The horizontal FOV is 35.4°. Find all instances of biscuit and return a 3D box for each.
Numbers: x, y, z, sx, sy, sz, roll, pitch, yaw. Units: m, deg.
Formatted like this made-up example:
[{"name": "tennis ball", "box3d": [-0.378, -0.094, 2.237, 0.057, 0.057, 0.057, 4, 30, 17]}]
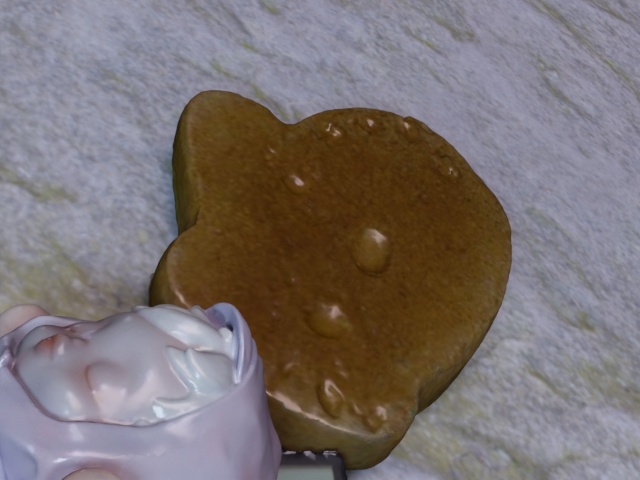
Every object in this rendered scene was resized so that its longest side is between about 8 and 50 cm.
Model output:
[{"name": "biscuit", "box3d": [-0.001, 0.001, 0.754, 0.287, 0.057, 0.344, 38, 43, 3]}]

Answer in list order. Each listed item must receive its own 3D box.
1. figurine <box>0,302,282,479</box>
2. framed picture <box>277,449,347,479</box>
[{"name": "figurine", "box3d": [-0.147, 0.107, 0.494, 0.276, 0.133, 0.200, -9, 25, -22]}, {"name": "framed picture", "box3d": [-0.079, 0.250, 0.490, 0.244, 0.013, 0.324, 4, 50, -18]}]
